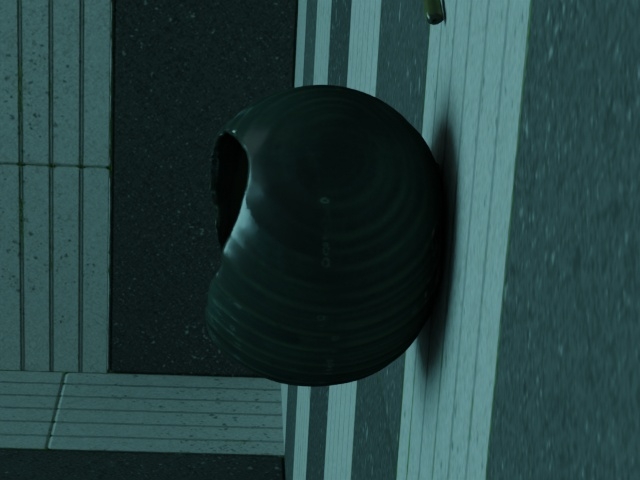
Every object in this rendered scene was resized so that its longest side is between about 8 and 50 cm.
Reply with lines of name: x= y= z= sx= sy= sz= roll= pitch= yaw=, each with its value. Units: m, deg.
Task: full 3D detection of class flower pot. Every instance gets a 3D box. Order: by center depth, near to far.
flower pot: x=0.000 y=0.000 z=1.133 sx=0.243 sy=0.157 sz=0.189 roll=97 pitch=175 yaw=-66

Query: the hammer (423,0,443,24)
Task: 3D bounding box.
hammer: x=0.074 y=-0.219 z=1.184 sx=0.195 sy=0.028 sz=0.060 roll=-96 pitch=15 yaw=-48
